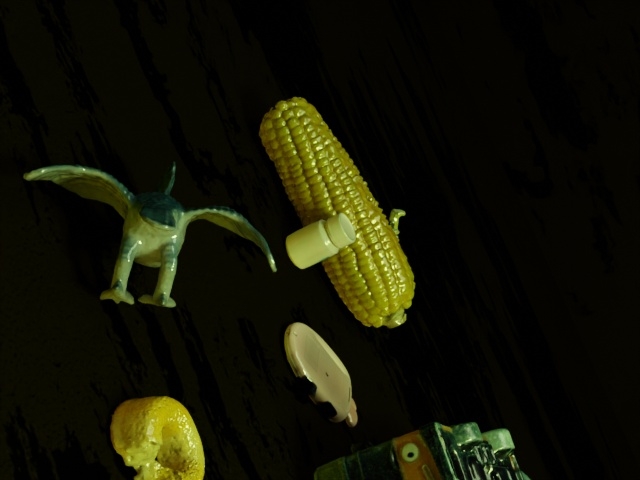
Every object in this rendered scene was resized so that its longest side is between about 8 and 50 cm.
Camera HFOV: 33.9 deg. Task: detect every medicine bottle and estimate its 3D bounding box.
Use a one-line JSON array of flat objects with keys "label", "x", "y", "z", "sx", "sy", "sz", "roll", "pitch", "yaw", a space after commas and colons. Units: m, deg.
[{"label": "medicine bottle", "x": 0.000, "y": 0.000, "z": 1.438, "sx": 0.052, "sy": 0.089, "sz": 0.052, "roll": 50, "pitch": 25, "yaw": -34}]

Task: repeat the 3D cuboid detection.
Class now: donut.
[{"label": "donut", "x": -0.142, "y": 0.187, "z": 0.953, "sx": 0.108, "sy": 0.043, "sz": 0.097, "roll": 63, "pitch": 21, "yaw": -16}]

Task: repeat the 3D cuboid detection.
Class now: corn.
[{"label": "corn", "x": 0.027, "y": -0.038, "z": 1.512, "sx": 0.363, "sy": 0.120, "sz": 0.120, "roll": 62, "pitch": 21, "yaw": -5}]

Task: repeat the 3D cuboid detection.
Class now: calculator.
[{"label": "calculator", "x": 0.004, "y": 0.173, "z": 1.342, "sx": 0.166, "sy": 0.024, "sz": 0.103, "roll": 52, "pitch": 23, "yaw": -27}]

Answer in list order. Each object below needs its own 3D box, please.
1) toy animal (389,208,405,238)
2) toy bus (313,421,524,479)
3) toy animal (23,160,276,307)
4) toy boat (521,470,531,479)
[{"label": "toy animal", "x": 0.103, "y": 0.033, "z": 1.665, "sx": 0.181, "sy": 0.073, "sz": 0.136, "roll": -74, "pitch": 160, "yaw": -71}, {"label": "toy bus", "x": 0.139, "y": 0.322, "z": 1.261, "sx": 0.323, "sy": 0.194, "sz": 0.162, "roll": 29, "pitch": 41, "yaw": -62}, {"label": "toy animal", "x": -0.163, "y": -0.024, "z": 1.001, "sx": 0.239, "sy": 0.255, "sz": 0.176, "roll": 14, "pitch": 71, "yaw": -15}, {"label": "toy boat", "x": 0.347, "y": 0.493, "z": 1.667, "sx": 0.330, "sy": 0.123, "sz": 0.215, "roll": 61, "pitch": 22, "yaw": -12}]
